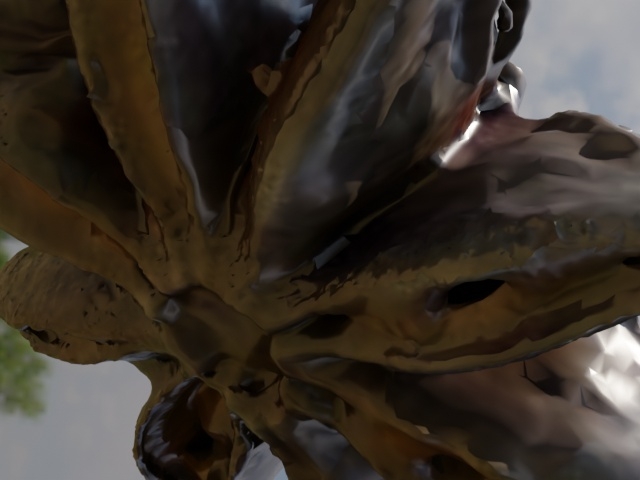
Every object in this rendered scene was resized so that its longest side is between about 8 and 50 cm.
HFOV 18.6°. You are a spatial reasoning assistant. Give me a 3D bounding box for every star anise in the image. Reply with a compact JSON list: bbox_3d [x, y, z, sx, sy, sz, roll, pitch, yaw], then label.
[{"bbox_3d":[0.002,0.002,0.624,0.117,0.332,0.332,-48,172,-33],"label":"star anise"}]
